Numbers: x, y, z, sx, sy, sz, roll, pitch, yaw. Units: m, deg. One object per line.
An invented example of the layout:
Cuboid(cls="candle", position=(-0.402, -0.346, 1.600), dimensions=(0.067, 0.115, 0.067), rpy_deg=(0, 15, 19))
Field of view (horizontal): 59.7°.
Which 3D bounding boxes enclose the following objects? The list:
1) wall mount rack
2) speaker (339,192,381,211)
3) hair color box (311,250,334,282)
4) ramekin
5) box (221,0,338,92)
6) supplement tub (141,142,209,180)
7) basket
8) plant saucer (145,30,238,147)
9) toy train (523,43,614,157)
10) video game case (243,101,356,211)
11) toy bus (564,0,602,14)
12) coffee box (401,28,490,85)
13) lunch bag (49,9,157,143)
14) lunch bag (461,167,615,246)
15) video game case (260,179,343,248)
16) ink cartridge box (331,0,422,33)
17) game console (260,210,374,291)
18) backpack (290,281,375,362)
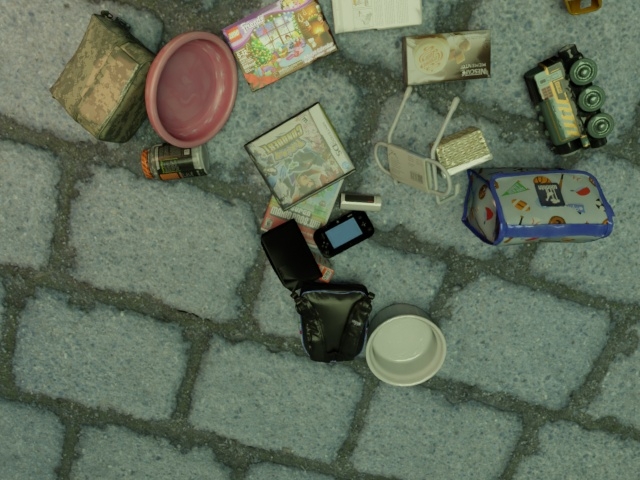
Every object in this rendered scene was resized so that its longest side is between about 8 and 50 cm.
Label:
Cuboid(cls="wall mount rack", position=(0.301, -0.280, 1.664), dimensions=(0.130, 0.350, 0.304), rpy_deg=(-26, 124, -23))
Cuboid(cls="speaker", position=(0.132, -0.125, 1.832), dimensions=(0.136, 0.055, 0.055), rpy_deg=(4, 109, -2))
Cuboid(cls="hair color box", position=(-0.039, 0.072, 1.878), dimensions=(0.167, 0.093, 0.053), rpy_deg=(25, 108, -8))
Cuboid(cls="ramekin", position=(0.292, 0.358, 1.959), dimensions=(0.277, 0.135, 0.277), rpy_deg=(0, 110, 0))
Cuboid(cls="box", position=(-0.118, -0.598, 1.663), dimensions=(0.293, 0.057, 0.201), rpy_deg=(-24, 107, 8))
Cuboid(cls="supplement tub", position=(-0.454, -0.251, 1.749), dimensions=(0.190, 0.117, 0.117), rpy_deg=(-6, 109, 1))
Cuboid(cls="basket", position=(0.435, -0.279, 1.751), dimensions=(0.167, 0.113, 0.103), rpy_deg=(-22, 106, 7))
Cuboid(cls="plant saucer", position=(-0.380, -0.438, 1.612), dimensions=(0.084, 0.332, 0.332), rpy_deg=(26, 111, 27))
Cuboid(cls="toy train", position=(0.758, -0.418, 1.703), dimensions=(0.190, 0.142, 0.334), rpy_deg=(-21, 110, 19))
Cuboid(cls="video game case", position=(-0.063, -0.262, 1.766), dimensions=(0.274, 0.035, 0.248), rpy_deg=(-29, 107, 8))
Cuboid(cls="toy bus", position=(0.753, -0.751, 1.594), dimensions=(0.202, 0.191, 0.104), rpy_deg=(-46, 147, 14))
Cuboid(cls="coffee box", position=(0.373, -0.547, 1.664), dimensions=(0.246, 0.098, 0.141), rpy_deg=(-4, 109, 1))
Cuboid(cls="lunch bag", position=(-0.618, -0.474, 1.622), dimensions=(0.256, 0.212, 0.305), rpy_deg=(38, 102, 2))
Cuboid(cls="lunch bag", position=(0.635, -0.099, 1.673), dimensions=(0.327, 0.385, 0.239), rpy_deg=(-1, 110, 1))
Cuboid(cls="video game case", position=(-0.058, -0.133, 1.843), dimensions=(0.204, 0.025, 0.285), rpy_deg=(19, 108, -7))
Cuboid(cls="ink cartridge box", position=(0.154, -0.762, 1.605), dimensions=(0.261, 0.066, 0.297), rpy_deg=(-6, 109, 2))
Cuboid(cls="game console", position=(0.000, 0.000, 1.817), dimensions=(0.361, 0.044, 0.213), rpy_deg=(-28, 92, -13))
Cuboid(cls="backpack", position=(0.041, 0.273, 1.889), dimensions=(0.276, 0.213, 0.264), rpy_deg=(3, 101, 5))
